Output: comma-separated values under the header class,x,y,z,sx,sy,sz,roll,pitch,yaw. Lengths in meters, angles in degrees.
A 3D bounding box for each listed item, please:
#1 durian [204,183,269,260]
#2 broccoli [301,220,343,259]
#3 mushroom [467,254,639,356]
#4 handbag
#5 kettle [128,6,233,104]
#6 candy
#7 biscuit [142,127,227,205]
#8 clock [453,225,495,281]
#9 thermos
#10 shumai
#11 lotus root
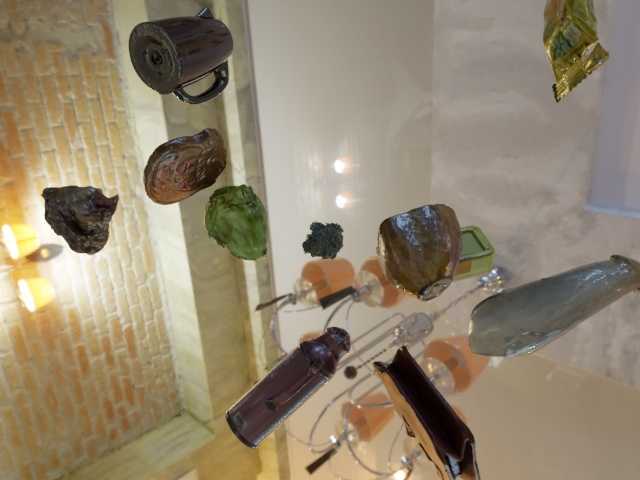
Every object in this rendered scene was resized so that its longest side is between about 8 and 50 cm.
class,x,y,z,sx,sy,sz,roll,pitch,yaw
durian,-0.272,-0.053,1.583,0.340,0.205,0.255,-163,-123,-80
broccoli,0.000,0.000,1.680,0.160,0.167,0.154,-7,-37,45
mushroom,0.341,0.102,0.706,0.270,0.118,0.103,-33,-108,35
handbag,0.228,0.383,0.993,0.260,0.084,0.275,50,-13,46
kettle,-0.294,-0.420,1.097,0.144,0.232,0.202,5,-58,30
candy,0.508,-0.461,0.972,0.187,0.081,0.297,74,10,-81
biscuit,-0.386,-0.201,1.369,0.049,0.257,0.273,56,-26,15
clock,0.386,0.044,1.374,0.143,0.202,0.096,-106,-173,-46
thermos,-0.065,0.316,1.077,0.330,0.136,0.109,-43,-123,0
shumai,-0.660,-0.090,1.351,0.218,0.185,0.184,53,-2,37
lotus root,0.239,0.040,1.069,0.188,0.199,0.180,75,-4,-54
